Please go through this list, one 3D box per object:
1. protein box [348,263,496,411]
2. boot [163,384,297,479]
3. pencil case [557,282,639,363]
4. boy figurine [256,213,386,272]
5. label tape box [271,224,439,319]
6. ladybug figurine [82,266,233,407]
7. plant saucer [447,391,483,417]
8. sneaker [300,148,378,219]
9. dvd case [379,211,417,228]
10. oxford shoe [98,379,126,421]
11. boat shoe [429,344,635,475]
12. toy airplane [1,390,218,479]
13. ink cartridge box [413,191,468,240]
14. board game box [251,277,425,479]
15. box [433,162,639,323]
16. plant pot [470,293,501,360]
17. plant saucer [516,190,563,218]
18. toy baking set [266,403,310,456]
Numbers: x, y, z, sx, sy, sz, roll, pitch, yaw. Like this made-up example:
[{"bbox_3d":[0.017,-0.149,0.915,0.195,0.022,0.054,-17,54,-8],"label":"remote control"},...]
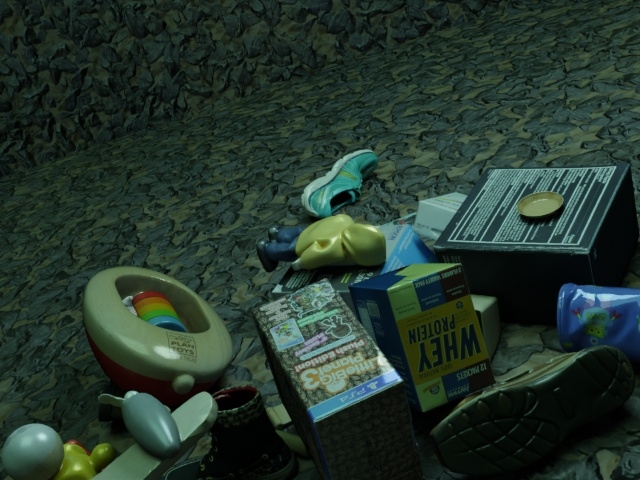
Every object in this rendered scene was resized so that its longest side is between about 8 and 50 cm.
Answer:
[{"bbox_3d":[0.163,0.153,1.346,0.136,0.201,0.200,-18,4,-16],"label":"protein box"},{"bbox_3d":[-0.174,0.336,1.344,0.236,0.179,0.085,-14,28,11],"label":"boot"},{"bbox_3d":[0.528,0.144,1.276,0.306,0.133,0.119,5,-7,33],"label":"pencil case"},{"bbox_3d":[0.013,0.003,1.681,0.285,0.092,0.177,-3,32,28],"label":"boy figurine"},{"bbox_3d":[0.107,0.074,1.707,0.347,0.115,0.249,-5,31,31],"label":"label tape box"},{"bbox_3d":[-0.344,0.201,1.655,0.305,0.162,0.449,15,15,-27],"label":"ladybug figurine"},{"bbox_3d":[0.234,0.276,1.292,0.083,0.083,0.013,-31,54,-19],"label":"plant saucer"},{"bbox_3d":[0.070,-0.142,2.172,0.110,0.107,0.275,29,57,32],"label":"sneaker"},{"bbox_3d":[0.206,-0.033,1.940,0.119,0.013,0.087,-22,27,-1],"label":"dvd case"},{"bbox_3d":[-0.394,0.308,1.679,0.096,0.083,0.227,5,23,-6],"label":"oxford shoe"},{"bbox_3d":[0.321,0.261,1.241,0.324,0.123,0.120,-21,-3,-7],"label":"boat shoe"},{"bbox_3d":[-0.361,0.389,1.169,0.384,0.272,0.386,-27,16,32],"label":"toy airplane"},{"bbox_3d":[0.300,-0.046,1.741,0.127,0.072,0.175,20,20,31],"label":"ink cartridge box"},{"bbox_3d":[0.024,0.244,1.279,0.141,0.232,0.291,-22,34,-11],"label":"board game box"},{"bbox_3d":[0.422,0.003,1.545,0.294,0.183,0.296,1,36,37],"label":"box"},{"bbox_3d":[0.273,0.150,1.472,0.109,0.109,0.096,4,24,39],"label":"plant pot"},{"bbox_3d":[0.400,-0.061,1.467,0.083,0.015,0.083,-15,29,9],"label":"plant saucer"},{"bbox_3d":[0.012,0.309,1.432,0.256,0.030,0.197,9,39,43],"label":"toy baking set"}]
